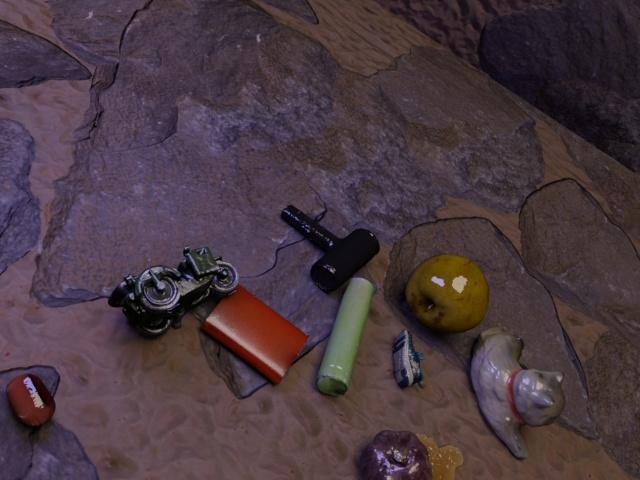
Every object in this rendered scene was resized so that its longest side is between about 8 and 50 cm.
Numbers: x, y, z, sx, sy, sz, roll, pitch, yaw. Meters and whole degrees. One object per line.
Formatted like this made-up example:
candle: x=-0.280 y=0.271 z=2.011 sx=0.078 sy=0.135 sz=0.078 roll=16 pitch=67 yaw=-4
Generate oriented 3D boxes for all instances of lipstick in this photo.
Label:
lipstick: x=0.060 y=0.215 z=1.416 sx=0.076 sy=0.076 sz=0.304 roll=30 pitch=44 yaw=-8

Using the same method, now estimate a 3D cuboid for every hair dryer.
hair dryer: x=0.000 y=0.000 z=1.561 sx=0.251 sy=0.089 sz=0.197 roll=38 pitch=46 yaw=13

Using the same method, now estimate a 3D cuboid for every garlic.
garlic: x=0.151 y=0.451 z=1.243 sx=0.147 sy=0.102 sz=0.159 roll=6 pitch=46 yaw=22

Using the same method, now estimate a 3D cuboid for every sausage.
sausage: x=-0.486 y=0.268 z=1.039 sx=0.054 sy=0.059 sz=0.094 roll=-38 pitch=77 yaw=-1

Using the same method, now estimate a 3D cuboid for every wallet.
wallet: x=-0.137 y=0.197 z=1.326 sx=0.204 sy=0.045 sz=0.142 roll=37 pitch=46 yaw=0

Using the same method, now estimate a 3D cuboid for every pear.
pear: x=0.328 y=0.131 z=1.563 sx=0.209 sy=0.209 sz=0.209 roll=17 pitch=48 yaw=-20

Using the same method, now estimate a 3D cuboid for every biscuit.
biscuit: x=0.227 y=0.523 z=1.302 sx=0.153 sy=0.030 sz=0.234 roll=25 pitch=46 yaw=-7

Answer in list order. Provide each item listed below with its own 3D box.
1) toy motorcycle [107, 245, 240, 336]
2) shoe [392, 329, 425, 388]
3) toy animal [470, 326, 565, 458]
toy motorcycle: x=-0.277 y=0.081 z=1.212 sx=0.275 sy=0.205 sz=0.127 roll=-34 pitch=76 yaw=-32
shoe: x=0.212 y=0.279 z=1.467 sx=0.071 sy=0.064 sz=0.143 roll=12 pitch=52 yaw=-23
toy animal: x=0.500 y=0.322 z=1.540 sx=0.266 sy=0.188 sz=0.308 roll=40 pitch=47 yaw=15
